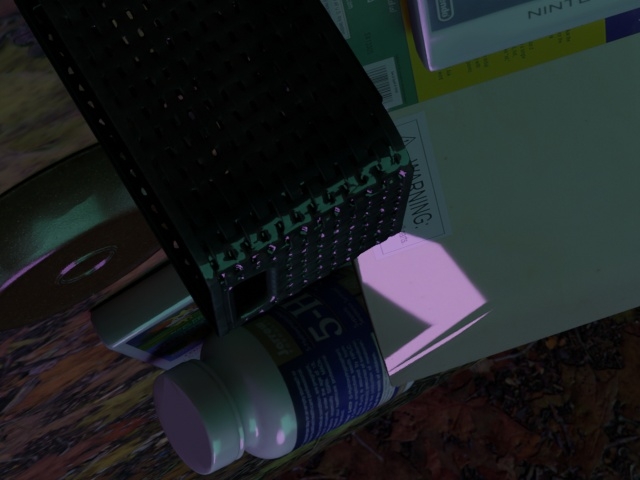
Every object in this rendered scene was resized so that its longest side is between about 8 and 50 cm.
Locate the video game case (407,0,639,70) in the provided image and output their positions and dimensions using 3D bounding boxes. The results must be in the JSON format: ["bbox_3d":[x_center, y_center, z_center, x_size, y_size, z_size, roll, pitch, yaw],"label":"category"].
[{"bbox_3d":[0.114,-0.157,0.743,0.183,0.023,0.201,-17,145,-2],"label":"video game case"}]

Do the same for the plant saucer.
[{"bbox_3d":[-0.144,0.002,1.138,0.198,0.036,0.198,-31,169,-7],"label":"plant saucer"}]

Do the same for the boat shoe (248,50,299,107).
[{"bbox_3d":[0.072,-0.139,0.958,0.114,0.091,0.302,-18,162,-45],"label":"boat shoe"}]

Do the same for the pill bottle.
[{"bbox_3d":[-0.028,0.103,1.504,0.186,0.112,0.112,-26,167,-28],"label":"pill bottle"}]

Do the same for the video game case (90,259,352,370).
[{"bbox_3d":[0.000,0.000,1.517,0.329,0.036,0.300,-31,169,2],"label":"video game case"}]

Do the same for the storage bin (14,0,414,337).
[{"bbox_3d":[-0.048,-0.068,0.716,0.084,0.180,0.122,-30,169,-7],"label":"storage bin"}]

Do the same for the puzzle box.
[{"bbox_3d":[0.126,-0.087,0.914,0.272,0.052,0.409,-17,146,-1],"label":"puzzle box"}]
